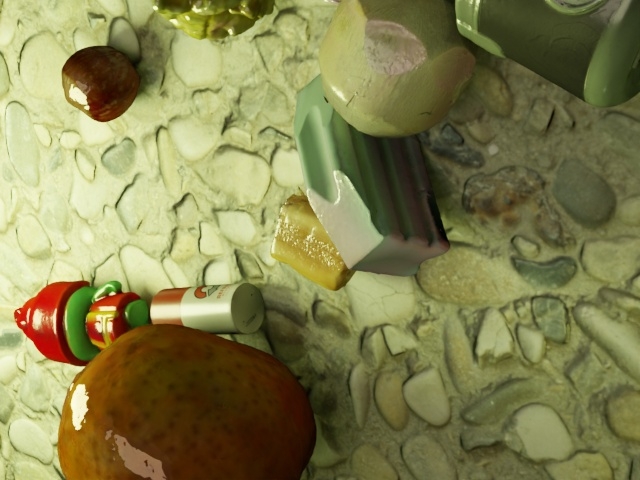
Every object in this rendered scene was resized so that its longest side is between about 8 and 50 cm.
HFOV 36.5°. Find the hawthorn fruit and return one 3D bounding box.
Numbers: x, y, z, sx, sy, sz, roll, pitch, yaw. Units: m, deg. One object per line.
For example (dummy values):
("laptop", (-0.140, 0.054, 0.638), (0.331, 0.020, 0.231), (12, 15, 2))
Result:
("hawthorn fruit", (-0.250, 0.357, 1.753), (0.472, 0.472, 0.471), (12, 112, 32))

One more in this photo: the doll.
("doll", (-0.521, 0.174, 2.038), (0.363, 0.160, 0.182), (1, 107, 35))

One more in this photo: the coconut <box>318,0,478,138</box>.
("coconut", (0.120, -0.277, 1.400), (0.227, 0.227, 0.230), (47, 127, 13))

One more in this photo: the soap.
("soap", (0.067, -0.115, 1.509), (0.109, 0.193, 0.323), (-36, 56, 41))

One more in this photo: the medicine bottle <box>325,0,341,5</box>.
("medicine bottle", (0.051, -0.470, 1.474), (0.115, 0.078, 0.219), (28, 119, 23))

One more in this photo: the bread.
("bread", (0.001, 0.000, 1.659), (0.173, 0.085, 0.134), (30, 117, 26))

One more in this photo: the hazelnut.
("hazelnut", (-0.415, -0.302, 1.831), (0.154, 0.143, 0.143), (47, 127, 34))

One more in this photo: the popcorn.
("popcorn", (-0.167, -0.432, 1.547), (0.212, 0.259, 0.259), (9, 114, -1))

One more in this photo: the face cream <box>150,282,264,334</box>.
("face cream", (-0.218, 0.133, 1.851), (0.214, 0.096, 0.095), (-5, 102, 36))

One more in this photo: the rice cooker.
("rice cooker", (0.326, -0.337, 1.204), (0.277, 0.288, 0.288), (37, 123, 21))
